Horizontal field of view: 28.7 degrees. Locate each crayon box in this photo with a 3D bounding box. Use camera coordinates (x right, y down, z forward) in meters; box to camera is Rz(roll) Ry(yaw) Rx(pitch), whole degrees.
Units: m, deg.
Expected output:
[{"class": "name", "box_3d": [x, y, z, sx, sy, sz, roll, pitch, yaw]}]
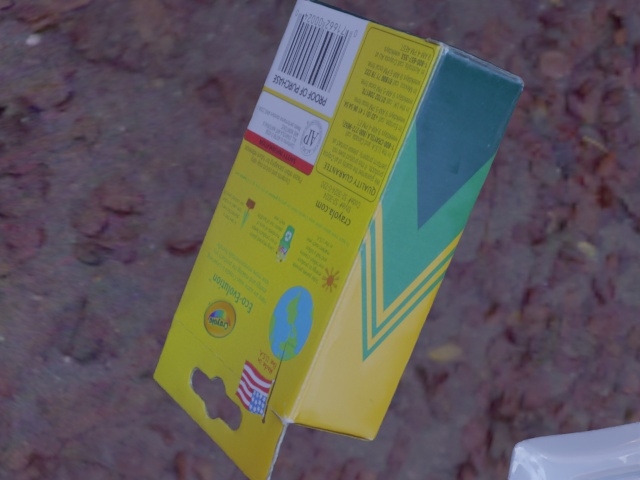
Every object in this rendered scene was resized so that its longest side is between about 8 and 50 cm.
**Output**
[{"class": "crayon box", "box_3d": [0.000, 0.000, 0.898, 0.081, 0.202, 0.319, 17, 100, -34]}]

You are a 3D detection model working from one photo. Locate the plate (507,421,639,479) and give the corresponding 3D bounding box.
[{"class": "plate", "box_3d": [0.290, 0.346, 1.376, 0.278, 0.045, 0.277, 1, 98, -44]}]
